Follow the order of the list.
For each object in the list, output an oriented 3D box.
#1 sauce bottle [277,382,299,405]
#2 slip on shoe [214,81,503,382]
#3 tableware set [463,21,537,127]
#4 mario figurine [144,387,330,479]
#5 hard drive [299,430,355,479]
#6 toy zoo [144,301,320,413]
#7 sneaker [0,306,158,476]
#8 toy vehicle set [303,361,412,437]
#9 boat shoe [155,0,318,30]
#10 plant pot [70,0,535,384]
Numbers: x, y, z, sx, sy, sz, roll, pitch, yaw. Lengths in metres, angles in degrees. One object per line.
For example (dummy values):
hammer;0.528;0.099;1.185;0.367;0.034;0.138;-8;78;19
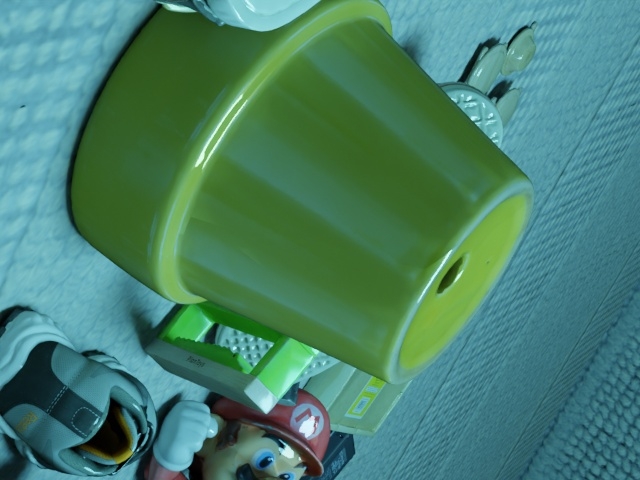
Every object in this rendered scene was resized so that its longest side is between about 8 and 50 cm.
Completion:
sauce bottle;-0.022;0.086;1.501;0.042;0.042;0.128;71;32;-68
slip on shoe;0.031;-0.005;1.450;0.331;0.123;0.101;-51;-164;6
tableware set;0.171;-0.150;1.674;0.168;0.020;0.141;-28;146;-51
mario figurine;-0.102;0.269;1.502;0.320;0.170;0.198;-50;161;-9
hard drive;-0.009;0.290;1.999;0.135;0.022;0.094;-49;161;-17
toy zoo;0.000;0.000;1.299;0.293;0.030;0.192;-50;-155;-15
sneaker;-0.168;0.136;1.199;0.100;0.108;0.271;-54;163;-6
toy vehicle set;0.062;0.145;1.896;0.166;0.035;0.267;-55;162;1
boat shoe;0.001;-0.213;1.027;0.305;0.091;0.109;-36;128;-46
plant pot;0.003;-0.037;1.109;0.254;0.239;0.254;-46;159;-23
